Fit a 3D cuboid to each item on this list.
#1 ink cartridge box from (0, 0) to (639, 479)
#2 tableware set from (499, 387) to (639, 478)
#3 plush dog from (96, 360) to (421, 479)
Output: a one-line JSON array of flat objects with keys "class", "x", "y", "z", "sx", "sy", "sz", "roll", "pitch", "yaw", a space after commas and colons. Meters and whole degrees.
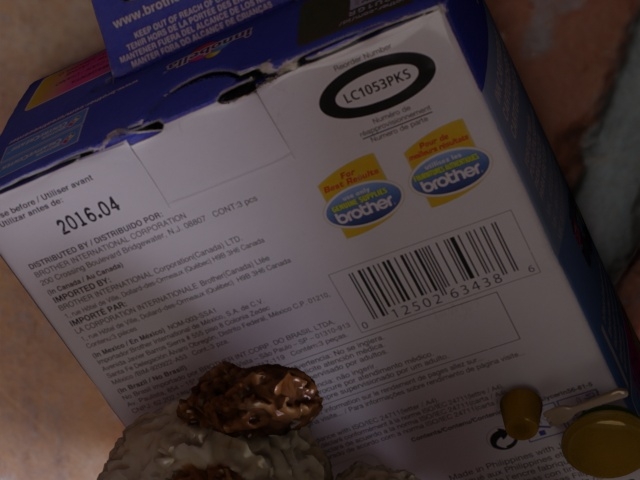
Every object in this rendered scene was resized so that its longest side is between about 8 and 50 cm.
[{"class": "ink cartridge box", "x": 0.000, "y": 0.000, "z": 0.736, "sx": 0.270, "sy": 0.151, "sz": 0.395, "roll": -21, "pitch": 121, "yaw": 16}, {"class": "tableware set", "x": 0.144, "y": 0.138, "z": 0.721, "sx": 0.104, "sy": 0.024, "sz": 0.154, "roll": -21, "pitch": 121, "yaw": 20}, {"class": "plush dog", "x": -0.014, "y": 0.168, "z": 0.677, "sx": 0.225, "sy": 0.210, "sz": 0.262, "roll": 37, "pitch": 113, "yaw": 2}]
